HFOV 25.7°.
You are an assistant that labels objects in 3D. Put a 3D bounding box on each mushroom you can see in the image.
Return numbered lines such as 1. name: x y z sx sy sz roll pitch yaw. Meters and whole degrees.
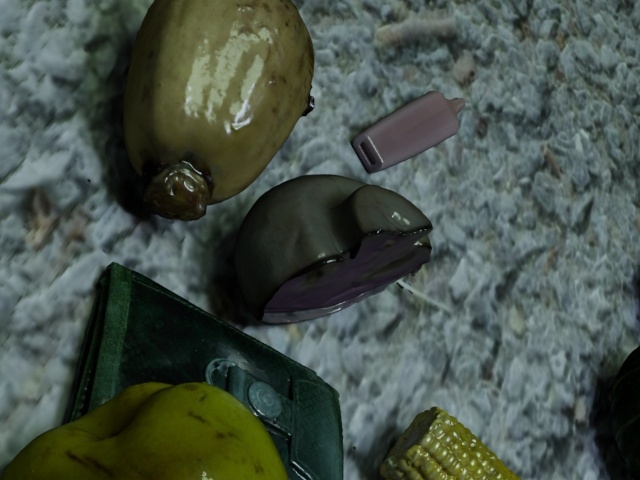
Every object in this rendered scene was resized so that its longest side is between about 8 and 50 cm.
1. mushroom: 0.000 0.000 1.172 0.117 0.141 0.188 48 31 20

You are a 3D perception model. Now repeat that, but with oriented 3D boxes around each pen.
1. pen: 0.099 -0.117 1.432 0.197 0.032 0.053 -29 89 -49

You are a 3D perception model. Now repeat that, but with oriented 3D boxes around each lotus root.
1. lotus root: -0.081 -0.132 1.157 0.154 0.140 0.257 30 53 -24

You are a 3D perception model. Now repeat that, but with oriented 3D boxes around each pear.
1. pear: -0.103 0.191 0.896 0.200 0.200 0.200 26 50 -35

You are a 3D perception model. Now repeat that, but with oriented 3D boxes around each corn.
1. corn: 0.152 0.249 1.212 0.244 0.093 0.093 50 39 -13

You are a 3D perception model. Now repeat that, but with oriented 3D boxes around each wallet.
1. wallet: -0.078 0.127 1.071 0.236 0.055 0.160 34 39 -29

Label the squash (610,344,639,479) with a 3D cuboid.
1. squash: 0.404 0.195 1.458 0.218 0.172 0.218 42 30 -31
